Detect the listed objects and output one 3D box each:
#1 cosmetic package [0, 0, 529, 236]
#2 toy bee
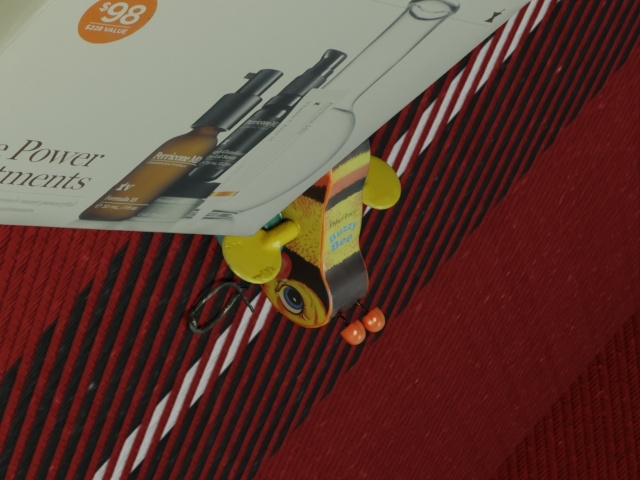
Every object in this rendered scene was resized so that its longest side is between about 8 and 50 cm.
[{"bbox_3d":[-0.083,-0.120,1.143,0.284,0.097,0.377,-42,155,29],"label":"cosmetic package"},{"bbox_3d":[0.000,0.000,1.575,0.195,0.162,0.298,-43,156,-22],"label":"toy bee"}]
